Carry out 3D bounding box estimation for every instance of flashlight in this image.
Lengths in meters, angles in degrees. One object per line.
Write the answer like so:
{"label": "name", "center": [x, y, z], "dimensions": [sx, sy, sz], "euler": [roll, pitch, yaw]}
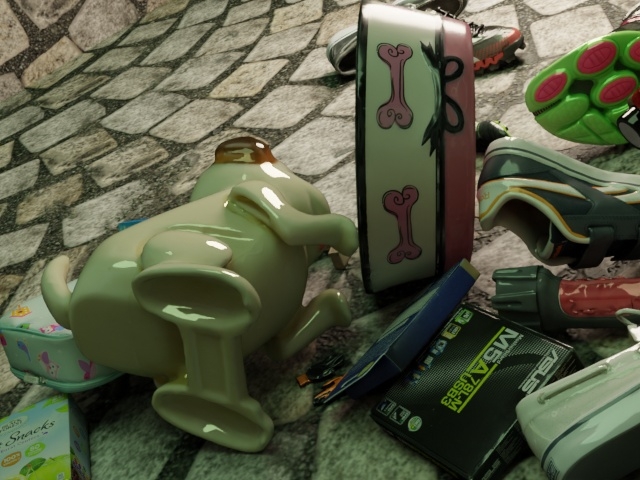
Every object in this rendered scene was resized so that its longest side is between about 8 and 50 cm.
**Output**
{"label": "flashlight", "center": [0.358, 0.059, 1.196], "dimensions": [0.304, 0.103, 0.103], "euler": [-2, 77, 24]}

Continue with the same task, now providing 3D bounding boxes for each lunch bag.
{"label": "lunch bag", "center": [-0.321, 0.129, 1.498], "dimensions": [0.224, 0.107, 0.279], "euler": [8, 25, 40]}

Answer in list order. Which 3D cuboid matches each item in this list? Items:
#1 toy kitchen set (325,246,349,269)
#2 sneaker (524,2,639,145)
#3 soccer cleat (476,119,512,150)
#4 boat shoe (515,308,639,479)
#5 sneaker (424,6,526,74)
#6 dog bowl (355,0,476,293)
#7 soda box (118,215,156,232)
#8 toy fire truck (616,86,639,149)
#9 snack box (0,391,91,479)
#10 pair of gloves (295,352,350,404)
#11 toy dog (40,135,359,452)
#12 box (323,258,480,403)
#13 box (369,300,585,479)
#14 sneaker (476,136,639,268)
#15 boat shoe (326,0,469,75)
{"label": "toy kitchen set", "center": [0.000, 0.000, 1.582], "dimensions": [0.083, 0.068, 0.075], "euler": [-8, 33, 25]}
{"label": "sneaker", "center": [0.540, -0.290, 1.617], "dimensions": [0.483, 0.185, 0.202], "euler": [-25, 12, -10]}
{"label": "soccer cleat", "center": [0.261, -0.171, 1.697], "dimensions": [0.072, 0.060, 0.179], "euler": [-40, 26, -9]}
{"label": "boat shoe", "center": [0.369, 0.117, 1.065], "dimensions": [0.367, 0.136, 0.156], "euler": [-31, 48, -1]}
{"label": "sneaker", "center": [0.258, -0.393, 1.972], "dimensions": [0.276, 0.135, 0.097], "euler": [-3, 34, 29]}
{"label": "dog bowl", "center": [0.134, -0.129, 1.402], "dimensions": [0.150, 0.408, 0.408], "euler": [-1, 33, 6]}
{"label": "soda box", "center": [-0.239, -0.010, 1.669], "dimensions": [0.067, 0.071, 0.210], "euler": [-4, 6, 29]}
{"label": "toy fire truck", "center": [0.507, -0.147, 1.227], "dimensions": [0.158, 0.217, 0.246], "euler": [-39, -8, -2]}
{"label": "snack box", "center": [-0.401, 0.312, 1.354], "dimensions": [0.175, 0.070, 0.207], "euler": [-25, 28, -3]}
{"label": "pair of gloves", "center": [0.011, 0.183, 1.338], "dimensions": [0.074, 0.010, 0.083], "euler": [-32, 29, -10]}
{"label": "toy dog", "center": [-0.133, 0.040, 1.394], "dimensions": [0.396, 0.284, 0.408], "euler": [4, 34, 25]}
{"label": "box", "center": [0.102, 0.125, 1.275], "dimensions": [0.225, 0.036, 0.136], "euler": [-44, -1, -33]}
{"label": "box", "center": [0.177, 0.175, 1.167], "dimensions": [0.190, 0.045, 0.184], "euler": [-47, 33, -13]}
{"label": "sneaker", "center": [0.349, -0.019, 1.267], "dimensions": [0.321, 0.126, 0.127], "euler": [17, 63, 7]}
{"label": "boat shoe", "center": [0.173, -0.440, 2.148], "dimensions": [0.335, 0.121, 0.119], "euler": [-29, 36, 12]}
